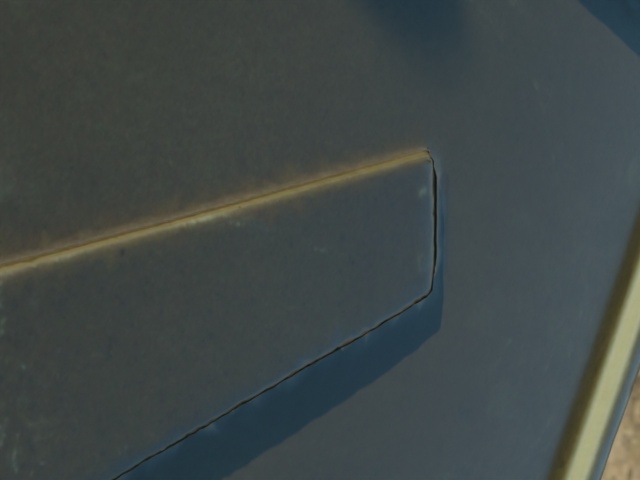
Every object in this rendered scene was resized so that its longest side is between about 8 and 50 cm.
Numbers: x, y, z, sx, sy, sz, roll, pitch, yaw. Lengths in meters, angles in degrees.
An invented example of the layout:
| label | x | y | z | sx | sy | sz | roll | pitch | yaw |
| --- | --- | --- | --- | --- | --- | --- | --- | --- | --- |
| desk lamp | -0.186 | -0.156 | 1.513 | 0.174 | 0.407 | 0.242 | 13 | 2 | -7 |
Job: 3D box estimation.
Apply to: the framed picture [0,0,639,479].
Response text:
| label | x | y | z | sx | sy | sz | roll | pitch | yaw |
| --- | --- | --- | --- | --- | --- | --- | --- | --- | --- |
| framed picture | 0.000 | 0.000 | 0.523 | 0.446 | 0.028 | 0.326 | 27 | 81 | -51 |
